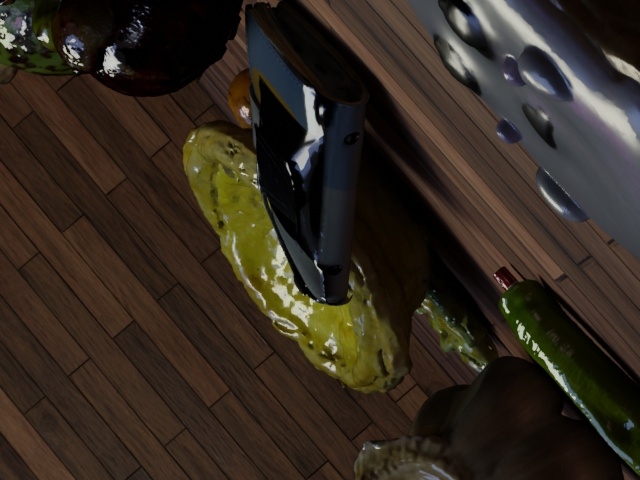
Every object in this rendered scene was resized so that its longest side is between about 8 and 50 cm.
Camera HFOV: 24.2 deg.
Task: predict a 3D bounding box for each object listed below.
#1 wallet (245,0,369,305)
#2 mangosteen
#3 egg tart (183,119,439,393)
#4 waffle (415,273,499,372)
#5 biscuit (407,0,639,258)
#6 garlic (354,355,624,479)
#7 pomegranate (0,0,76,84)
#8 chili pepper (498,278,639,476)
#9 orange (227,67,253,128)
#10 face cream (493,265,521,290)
[{"bbox_3d":[-0.020,-0.071,1.224,0.231,0.069,0.170,93,154,-44],"label":"wallet"},{"bbox_3d":[-0.151,-0.205,1.197,0.184,0.172,0.172,35,178,-2],"label":"mangosteen"},{"bbox_3d":[0.000,0.000,1.519,0.345,0.132,0.345,43,159,21],"label":"egg tart"},{"bbox_3d":[0.083,0.025,1.766,0.297,0.073,0.317,44,173,-29],"label":"waffle"},{"bbox_3d":[0.088,-0.063,0.567,0.208,0.049,0.181,47,176,21],"label":"biscuit"},{"bbox_3d":[0.180,0.237,1.542,0.292,0.237,0.210,-12,-115,-51],"label":"garlic"},{"bbox_3d":[-0.258,-0.257,1.371,0.254,0.270,0.254,32,-152,-19],"label":"pomegranate"},{"bbox_3d":[0.205,0.110,1.101,0.202,0.052,0.050,51,143,18],"label":"chili pepper"},{"bbox_3d":[-0.060,-0.152,1.620,0.083,0.070,0.083,52,-171,-12],"label":"orange"},{"bbox_3d":[0.170,0.055,1.196,0.083,0.021,0.040,49,177,19],"label":"face cream"}]
